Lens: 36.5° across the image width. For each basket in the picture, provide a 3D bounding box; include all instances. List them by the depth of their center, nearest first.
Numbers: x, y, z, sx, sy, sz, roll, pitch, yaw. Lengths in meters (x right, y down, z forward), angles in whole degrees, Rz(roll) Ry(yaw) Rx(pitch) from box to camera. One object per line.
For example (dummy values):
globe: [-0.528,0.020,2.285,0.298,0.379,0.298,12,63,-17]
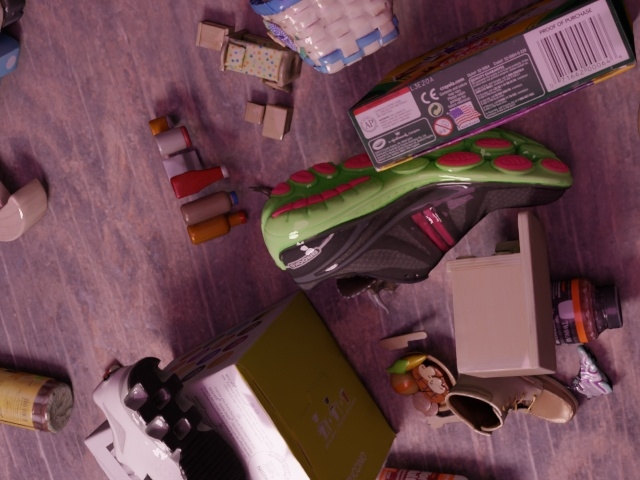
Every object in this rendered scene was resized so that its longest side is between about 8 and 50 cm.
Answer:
basket: [-0.016,-0.399,1.428,0.201,0.255,0.289,-26,107,-2]

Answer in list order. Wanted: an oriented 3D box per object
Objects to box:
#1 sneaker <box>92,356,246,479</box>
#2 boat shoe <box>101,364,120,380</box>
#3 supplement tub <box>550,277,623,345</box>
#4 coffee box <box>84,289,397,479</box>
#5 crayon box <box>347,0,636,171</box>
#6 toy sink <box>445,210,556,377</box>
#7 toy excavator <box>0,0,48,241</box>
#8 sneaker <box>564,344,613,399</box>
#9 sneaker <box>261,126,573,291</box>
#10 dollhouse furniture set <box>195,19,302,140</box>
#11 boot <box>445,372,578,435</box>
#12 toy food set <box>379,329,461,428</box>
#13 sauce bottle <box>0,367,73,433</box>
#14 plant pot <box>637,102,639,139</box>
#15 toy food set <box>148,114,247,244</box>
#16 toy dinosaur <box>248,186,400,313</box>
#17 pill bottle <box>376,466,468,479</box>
sneaker: [-0.228,0.331,1.474,0.146,0.122,0.330,-21,101,40]
boat shoe: [-0.376,0.307,1.911,0.137,0.049,0.043,47,119,0]
supplement tub: [0.382,0.117,1.567,0.198,0.106,0.106,-10,105,21]
coffee box: [-0.120,0.343,1.680,0.334,0.337,0.338,-30,97,24]
crayon box: [0.250,-0.247,1.366,0.363,0.313,0.106,-22,104,23]
toy sink: [0.274,0.086,1.477,0.131,0.153,0.234,-6,78,22]
toy excavator: [-0.659,-0.263,1.741,0.433,0.222,0.445,30,129,6]
sneaker: [0.437,0.226,1.624,0.069,0.038,0.098,-30,97,24]
sneaker: [0.151,-0.047,1.509,0.483,0.185,0.202,-13,125,-2]
dollhouse furniture set: [-0.138,-0.261,1.604,0.182,0.101,0.161,16,113,12]
boot: [0.317,0.272,1.608,0.213,0.165,0.077,25,115,10]
toy food set: [0.180,0.252,1.695,0.132,0.038,0.192,-23,102,47]
sauce bottle: [-0.678,0.308,1.975,0.344,0.111,0.111,10,111,14]
plant pot: [0.582,-0.167,1.401,0.237,0.110,0.237,6,111,15]
toy food set: [-0.211,-0.117,1.684,0.105,0.111,0.232,-20,91,-8]
toy dinosaur: [0.000,0.000,1.643,0.314,0.121,0.160,24,101,4]
pill bottle: [0.204,0.478,1.743,0.221,0.121,0.121,2,109,17]
